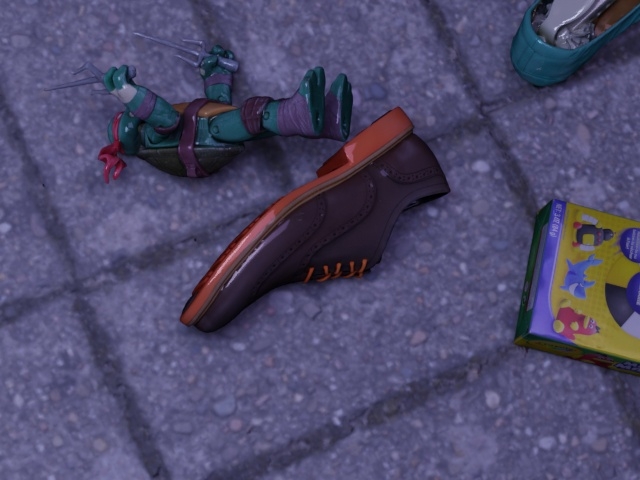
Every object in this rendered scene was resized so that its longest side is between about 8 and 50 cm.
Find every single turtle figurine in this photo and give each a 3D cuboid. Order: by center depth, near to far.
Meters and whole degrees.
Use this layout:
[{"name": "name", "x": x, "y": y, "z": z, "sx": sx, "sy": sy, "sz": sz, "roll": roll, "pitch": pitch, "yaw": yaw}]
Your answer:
[{"name": "turtle figurine", "x": -0.100, "y": -0.110, "z": 1.392, "sx": 0.234, "sy": 0.175, "sz": 0.118, "roll": 1, "pitch": 108, "yaw": 18}]

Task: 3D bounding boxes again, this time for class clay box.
[{"name": "clay box", "x": 0.290, "y": 0.054, "z": 1.458, "sx": 0.222, "sy": 0.053, "sz": 0.127, "roll": 14, "pitch": 73, "yaw": -6}]

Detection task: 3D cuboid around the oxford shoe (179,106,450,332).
[{"name": "oxford shoe", "x": 0.000, "y": 0.000, "z": 1.396, "sx": 0.271, "sy": 0.097, "sz": 0.098, "roll": -40, "pitch": 91, "yaw": -18}]

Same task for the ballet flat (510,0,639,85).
[{"name": "ballet flat", "x": 0.272, "y": -0.236, "z": 1.500, "sx": 0.247, "sy": 0.087, "sz": 0.083, "roll": -43, "pitch": 79, "yaw": -11}]
